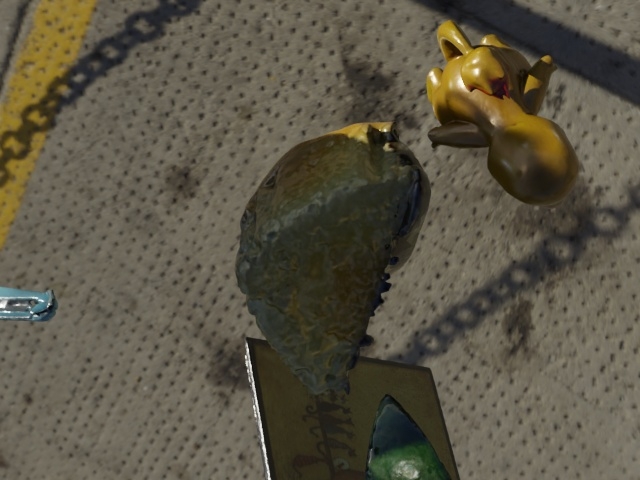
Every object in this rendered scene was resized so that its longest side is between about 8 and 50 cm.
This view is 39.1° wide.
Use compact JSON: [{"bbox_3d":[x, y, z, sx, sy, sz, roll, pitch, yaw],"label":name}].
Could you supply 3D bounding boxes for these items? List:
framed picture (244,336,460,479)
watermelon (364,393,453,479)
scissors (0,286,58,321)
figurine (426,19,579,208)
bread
[{"bbox_3d":[0.056,0.253,1.072,0.014,0.339,0.255,-32,57,35],"label":"framed picture"},{"bbox_3d":[0.089,0.211,0.701,0.075,0.092,0.181,0,129,25],"label":"watermelon"},{"bbox_3d":[-0.545,0.078,1.314,0.393,0.180,0.032,4,145,20],"label":"scissors"},{"bbox_3d":[0.142,-0.103,0.708,0.121,0.122,0.176,-32,57,8],"label":"figurine"},{"bbox_3d":[0.000,0.000,0.898,0.163,0.204,0.262,16,114,-8],"label":"bread"}]
